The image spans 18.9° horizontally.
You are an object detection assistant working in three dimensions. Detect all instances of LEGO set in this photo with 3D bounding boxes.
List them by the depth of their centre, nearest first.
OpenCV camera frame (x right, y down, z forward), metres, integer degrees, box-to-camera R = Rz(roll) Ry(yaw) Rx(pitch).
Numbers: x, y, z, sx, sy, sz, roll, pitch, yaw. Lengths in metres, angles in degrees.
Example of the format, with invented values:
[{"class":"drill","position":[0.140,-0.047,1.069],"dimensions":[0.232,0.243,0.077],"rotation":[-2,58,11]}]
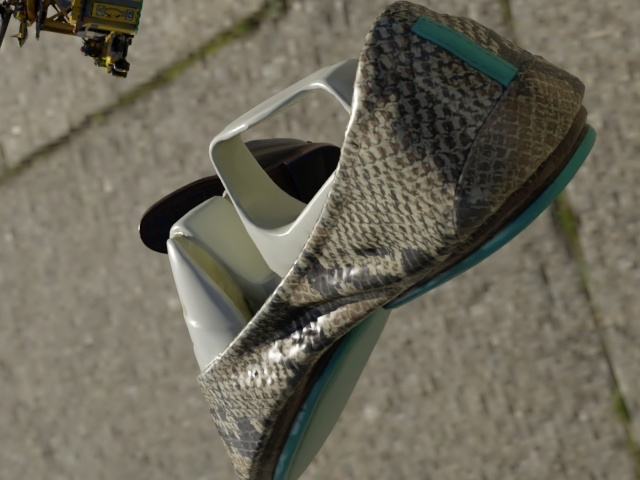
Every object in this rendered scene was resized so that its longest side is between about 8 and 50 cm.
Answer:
[{"class":"LEGO set","position":[-0.261,-0.338,1.895],"dimensions":[0.255,0.192,0.331],"rotation":[-162,80,-81]}]

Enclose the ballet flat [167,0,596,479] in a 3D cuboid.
[{"class":"ballet flat","position":[0.000,0.000,1.219],"dimensions":[0.182,0.164,0.483],"rotation":[37,145,0]}]

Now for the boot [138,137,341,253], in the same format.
[{"class":"boot","position":[-0.080,-0.045,1.895],"dimensions":[0.106,0.219,0.082],"rotation":[-138,32,-70]}]
